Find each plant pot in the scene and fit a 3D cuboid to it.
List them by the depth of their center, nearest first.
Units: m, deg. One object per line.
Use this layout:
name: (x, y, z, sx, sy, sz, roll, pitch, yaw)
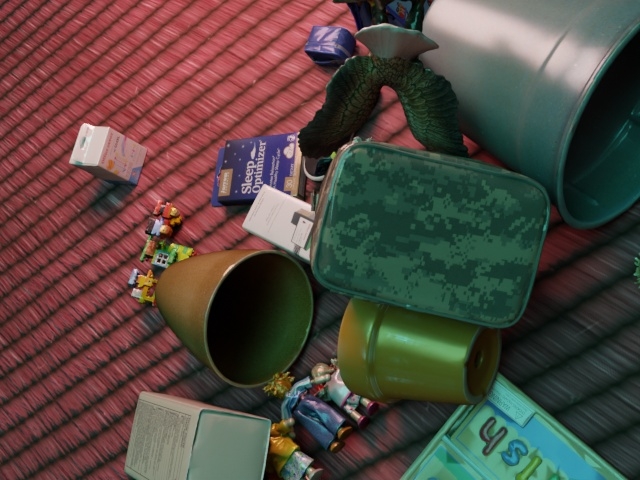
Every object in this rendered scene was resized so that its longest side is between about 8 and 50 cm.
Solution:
plant pot: (0.336, -0.243, 1.046, 0.334, 0.341, 0.341, 39, 95, 40)
plant pot: (0.159, 0.159, 1.056, 0.187, 0.205, 0.205, 11, 80, 36)
plant pot: (-0.182, 0.116, 1.274, 0.254, 0.237, 0.237, 11, 79, 46)

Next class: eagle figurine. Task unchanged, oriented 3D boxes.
eagle figurine: (0.099, -0.220, 0.997, 0.226, 0.225, 0.299, 35, 132, 42)

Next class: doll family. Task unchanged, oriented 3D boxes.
doll family: (-0.036, 0.307, 1.175, 0.163, 0.118, 0.263, 34, 92, 32)

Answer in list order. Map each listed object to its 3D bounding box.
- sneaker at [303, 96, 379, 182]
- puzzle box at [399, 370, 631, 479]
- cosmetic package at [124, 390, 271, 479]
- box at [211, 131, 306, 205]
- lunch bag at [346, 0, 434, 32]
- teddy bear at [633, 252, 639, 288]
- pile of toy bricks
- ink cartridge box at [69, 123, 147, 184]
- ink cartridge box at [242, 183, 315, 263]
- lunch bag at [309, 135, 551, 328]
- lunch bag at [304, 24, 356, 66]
sneaker: (0.023, -0.226, 1.324, 0.084, 0.097, 0.235, 26, 88, 32)
puzzle box: (0.317, 0.413, 0.992, 0.409, 0.052, 0.272, 40, 96, 31)
cosmetic package: (-0.213, 0.346, 1.177, 0.296, 0.129, 0.153, -8, 68, 59)
box: (-0.130, -0.141, 1.417, 0.225, 0.036, 0.137, -3, 73, 29)
lunch bag: (0.099, -0.459, 1.241, 0.138, 0.293, 0.221, -15, 67, 23)
teddy bear: (0.594, 0.062, 0.936, 0.337, 0.113, 0.245, 17, 76, 39)
pile of toy bricks: (-0.305, 0.027, 1.429, 0.105, 0.118, 0.212, 16, 71, -1)
ink cartridge box: (-0.472, -0.189, 1.551, 0.089, 0.143, 0.092, 7, 78, 30)
ink cartridge box: (0.000, 0.000, 1.229, 0.219, 0.160, 0.093, 25, 87, 31)
lunch bag: (0.132, -0.022, 0.990, 0.304, 0.256, 0.213, 12, 95, -2)
lunch bag: (0.015, -0.381, 1.395, 0.098, 0.067, 0.065, 13, 80, 32)
